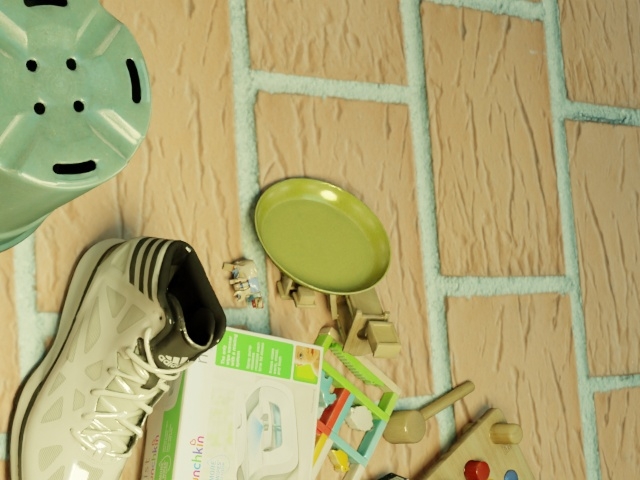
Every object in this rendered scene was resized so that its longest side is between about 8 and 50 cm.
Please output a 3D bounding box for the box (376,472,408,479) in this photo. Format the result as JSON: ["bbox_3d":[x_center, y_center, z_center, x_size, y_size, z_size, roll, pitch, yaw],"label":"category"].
[{"bbox_3d":[0.056,0.499,1.914,0.233,0.044,0.159,-18,110,-39],"label":"box"}]

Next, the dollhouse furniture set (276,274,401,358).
[{"bbox_3d":[0.020,0.140,1.891,0.161,0.101,0.182,3,39,-19],"label":"dollhouse furniture set"}]

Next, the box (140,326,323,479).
[{"bbox_3d":[-0.134,0.271,1.753,0.231,0.127,0.262,16,71,-30],"label":"box"}]

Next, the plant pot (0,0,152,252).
[{"bbox_3d":[-0.404,-0.164,1.486,0.341,0.334,0.341,7,78,-37],"label":"plant pot"}]

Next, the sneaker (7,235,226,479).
[{"bbox_3d":[-0.274,0.194,1.583,0.169,0.257,0.447,24,69,-34],"label":"sneaker"}]

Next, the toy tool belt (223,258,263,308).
[{"bbox_3d":[-0.123,0.073,1.863,0.051,0.052,0.083,-12,87,-8],"label":"toy tool belt"}]

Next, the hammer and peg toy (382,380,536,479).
[{"bbox_3d":[0.274,0.419,2.068,0.266,0.127,0.361,-36,105,-36],"label":"hammer and peg toy"}]

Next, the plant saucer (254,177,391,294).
[{"bbox_3d":[0.000,0.000,1.913,0.241,0.037,0.241,15,47,-17],"label":"plant saucer"}]

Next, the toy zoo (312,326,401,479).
[{"bbox_3d":[0.010,0.317,1.936,0.192,0.030,0.293,44,59,-25],"label":"toy zoo"}]
